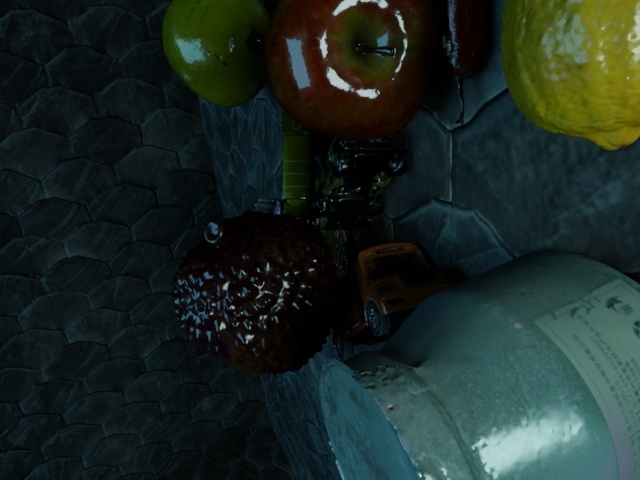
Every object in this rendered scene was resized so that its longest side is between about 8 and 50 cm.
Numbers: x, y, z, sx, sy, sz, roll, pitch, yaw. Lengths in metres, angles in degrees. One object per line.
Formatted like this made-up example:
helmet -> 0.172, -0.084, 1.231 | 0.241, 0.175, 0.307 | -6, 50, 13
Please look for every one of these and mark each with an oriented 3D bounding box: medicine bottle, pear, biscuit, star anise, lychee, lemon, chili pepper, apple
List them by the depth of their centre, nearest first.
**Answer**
lemon -> 0.204, -0.159, 0.292 | 0.142, 0.142, 0.187 | -153, 56, -62
medicine bottle -> 0.166, 0.162, 0.414 | 0.245, 0.289, 0.245 | 49, 148, 47
chili pepper -> 0.160, -0.266, 0.459 | 0.050, 0.059, 0.269 | 4, 111, 27
apple -> 0.036, -0.247, 0.551 | 0.230, 0.229, 0.230 | 50, 149, 46
lychee -> -0.108, 0.091, 0.742 | 0.306, 0.305, 0.331 | 36, 155, 58
pear -> -0.237, -0.477, 1.004 | 0.294, 0.293, 0.295 | 50, 149, 46
star anise -> -0.080, -0.022, 1.044 | 0.236, 0.092, 0.229 | 44, 160, 39
biscuit -> 0.000, 0.000, 1.067 | 0.318, 0.040, 0.318 | 49, 147, 48

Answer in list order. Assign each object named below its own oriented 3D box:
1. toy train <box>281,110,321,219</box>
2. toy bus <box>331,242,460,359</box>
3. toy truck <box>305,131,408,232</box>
toy train -> -0.044, -0.162, 0.901 | 0.137, 0.089, 0.226 | 50, -140, -86
toy bus -> 0.109, 0.106, 0.727 | 0.329, 0.142, 0.153 | 116, 143, -65
toy truck -> 0.053, -0.114, 0.742 | 0.257, 0.127, 0.127 | 120, 145, -62
